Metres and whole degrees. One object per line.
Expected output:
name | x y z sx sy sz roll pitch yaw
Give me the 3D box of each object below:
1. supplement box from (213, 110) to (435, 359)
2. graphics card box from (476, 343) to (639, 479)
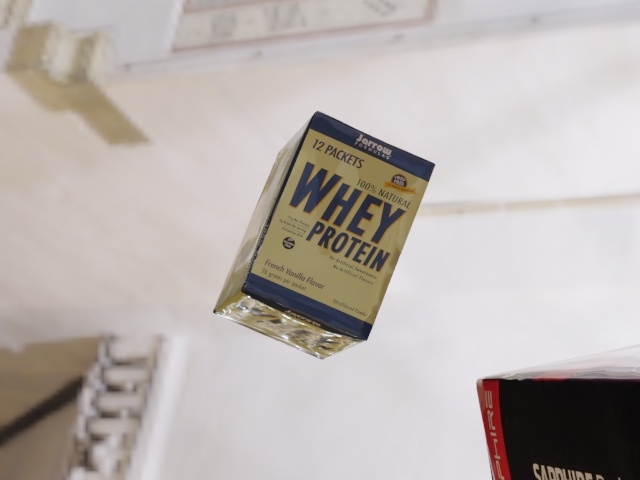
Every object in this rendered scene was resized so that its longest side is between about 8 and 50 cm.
supplement box | 0.000 0.000 0.734 0.083 0.056 0.083 143 150 -74
graphics card box | 0.222 0.072 0.642 0.371 0.232 0.094 164 97 -79
